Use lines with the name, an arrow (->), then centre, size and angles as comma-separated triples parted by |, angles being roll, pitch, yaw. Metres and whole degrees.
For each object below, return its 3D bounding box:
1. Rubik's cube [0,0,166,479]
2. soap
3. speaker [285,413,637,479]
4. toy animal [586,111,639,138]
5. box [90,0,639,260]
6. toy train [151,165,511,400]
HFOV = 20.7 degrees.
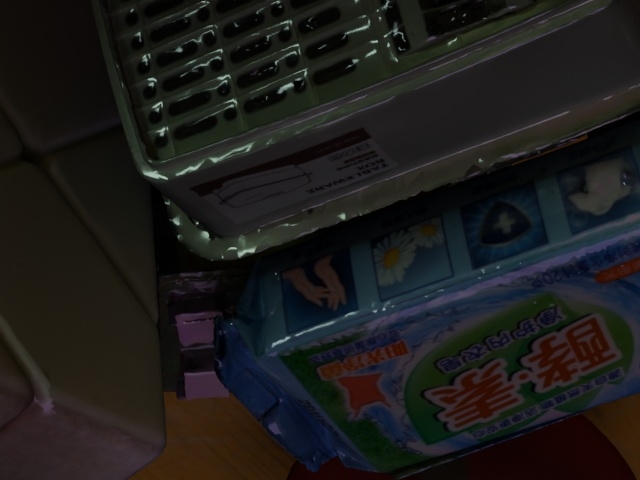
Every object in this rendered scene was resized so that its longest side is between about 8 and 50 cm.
Rubik's cube -> -0.301, 0.007, 0.919 | 0.319, 0.321, 0.316 | 28, 127, -36
soap -> 0.093, 0.038, 0.940 | 0.293, 0.077, 0.156 | -21, 139, 17
speaker -> 0.112, 0.238, 1.327 | 0.294, 0.294, 0.294 | -5, 142, -4
toy animal -> 0.328, -0.079, 1.053 | 0.363, 0.180, 0.181 | 5, 147, -27
box -> 0.030, -0.130, 0.893 | 0.291, 0.220, 0.166 | -20, 162, 15
toy train -> 0.000, 0.000, 1.079 | 0.261, 0.177, 0.134 | -4, 141, -7
